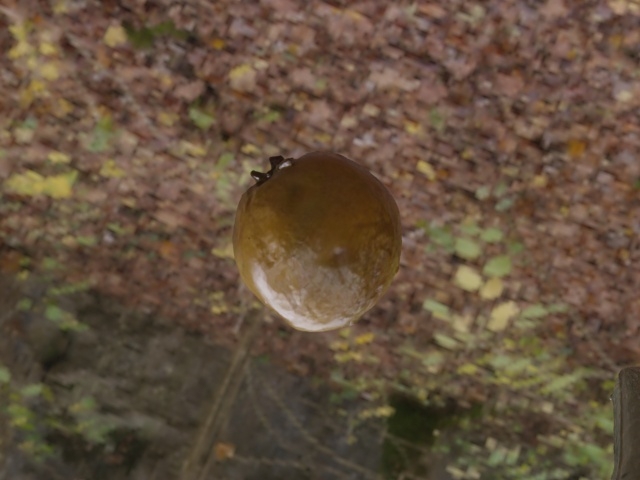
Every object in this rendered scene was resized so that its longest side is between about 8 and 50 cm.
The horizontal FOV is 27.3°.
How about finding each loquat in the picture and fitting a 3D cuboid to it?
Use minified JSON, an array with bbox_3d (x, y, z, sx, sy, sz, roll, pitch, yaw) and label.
[{"bbox_3d":[0.000,0.000,1.689,0.238,0.238,0.193,29,175,-19],"label":"loquat"}]

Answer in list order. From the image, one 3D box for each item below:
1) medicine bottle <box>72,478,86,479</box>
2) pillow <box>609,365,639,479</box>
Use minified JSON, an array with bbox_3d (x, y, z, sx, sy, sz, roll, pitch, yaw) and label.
[{"bbox_3d":[-0.288,0.302,1.200,0.215,0.135,0.135,-28,140,18],"label":"medicine bottle"},{"bbox_3d":[0.432,0.237,1.389,0.255,0.119,0.322,4,-157,12],"label":"pillow"}]
